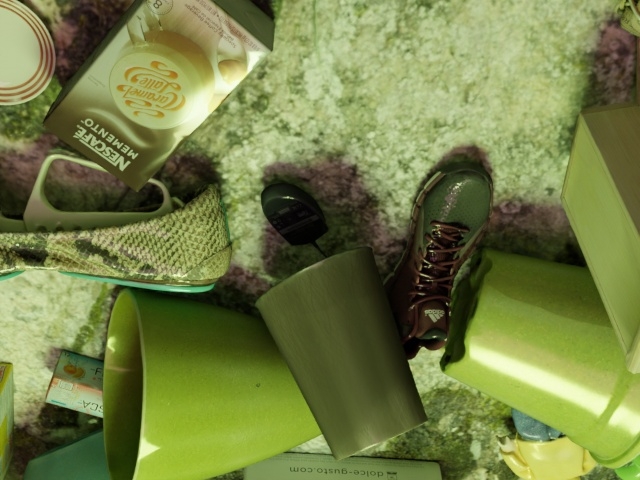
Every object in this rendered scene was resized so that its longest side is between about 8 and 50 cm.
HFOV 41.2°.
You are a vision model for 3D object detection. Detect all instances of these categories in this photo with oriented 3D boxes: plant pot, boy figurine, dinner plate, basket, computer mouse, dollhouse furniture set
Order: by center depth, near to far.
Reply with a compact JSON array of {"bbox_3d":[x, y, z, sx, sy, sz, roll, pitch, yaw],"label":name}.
[{"bbox_3d":[0.507,-0.034,0.943,0.393,0.257,0.362,-8,142,-1],"label":"dollhouse furniture set"},{"bbox_3d":[-0.382,-0.226,1.001,0.141,0.017,0.141,-1,126,-1],"label":"dinner plate"},{"bbox_3d":[0.034,0.149,1.088,0.154,0.227,0.204,-16,165,-33],"label":"basket"},{"bbox_3d":[0.307,0.133,1.150,0.253,0.276,0.276,19,124,0],"label":"plant pot"},{"bbox_3d":[0.000,0.000,1.166,0.071,0.041,0.242,-21,131,23],"label":"computer mouse"},{"bbox_3d":[-0.134,0.206,1.193,0.293,0.275,0.275,2,127,-24],"label":"plant pot"},{"bbox_3d":[-0.353,0.406,1.325,0.290,0.290,0.196,-23,86,14],"label":"plant pot"},{"bbox_3d":[0.377,0.326,1.370,0.177,0.092,0.285,-16,125,9],"label":"boy figurine"}]

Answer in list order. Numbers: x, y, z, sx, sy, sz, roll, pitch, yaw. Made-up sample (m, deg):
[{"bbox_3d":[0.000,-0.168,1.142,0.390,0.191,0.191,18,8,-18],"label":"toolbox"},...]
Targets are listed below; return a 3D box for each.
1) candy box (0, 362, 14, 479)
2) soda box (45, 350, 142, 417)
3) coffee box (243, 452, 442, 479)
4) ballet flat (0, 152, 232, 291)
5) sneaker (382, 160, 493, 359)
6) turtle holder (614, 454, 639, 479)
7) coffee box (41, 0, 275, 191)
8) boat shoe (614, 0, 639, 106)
[{"bbox_3d":[-0.502,0.299,1.320,0.027,0.105,0.206,8,125,-7],"label":"candy box"},{"bbox_3d":[-0.320,0.232,1.302,0.183,0.063,0.058,20,123,-14],"label":"soda box"},{"bbox_3d":[0.029,0.594,1.403,0.337,0.334,0.338,4,125,-4],"label":"coffee box"},{"bbox_3d":[-0.356,-0.021,1.086,0.482,0.164,0.182,-2,104,-7],"label":"ballet flat"},{"bbox_3d":[0.161,0.047,1.120,0.106,0.163,0.281,13,125,-10],"label":"sneaker"},{"bbox_3d":[0.541,0.249,1.202,0.320,0.243,0.228,-4,111,-44],"label":"turtle holder"},{"bbox_3d":[-0.185,-0.193,0.980,0.141,0.098,0.246,36,117,-24],"label":"coffee box"},{"bbox_3d":[0.385,-0.258,0.946,0.098,0.109,0.302,-17,130,9],"label":"boat shoe"}]
